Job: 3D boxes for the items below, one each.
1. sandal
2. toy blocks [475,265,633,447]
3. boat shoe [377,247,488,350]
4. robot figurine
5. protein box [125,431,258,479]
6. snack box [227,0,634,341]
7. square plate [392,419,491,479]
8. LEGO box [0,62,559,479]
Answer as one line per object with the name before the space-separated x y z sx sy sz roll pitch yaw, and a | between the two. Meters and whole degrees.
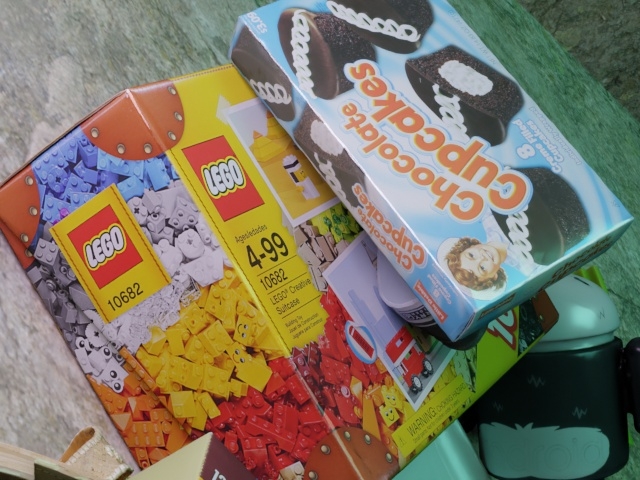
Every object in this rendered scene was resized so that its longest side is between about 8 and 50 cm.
sandal | -0.179 0.166 1.030 0.240 0.088 0.079 29 43 -39
toy blocks | 0.219 0.098 1.790 0.261 0.191 0.381 15 47 -41
boat shoe | 0.122 -0.042 1.281 0.105 0.113 0.306 40 37 -37
robot figurine | 0.261 0.174 1.596 0.173 0.209 0.278 -167 -108 -79
protein box | -0.116 0.267 0.890 0.136 0.201 0.200 48 26 -20
snack box | 0.089 -0.088 1.183 0.187 0.060 0.322 -28 71 -30
square plate | 0.136 0.356 1.425 0.347 0.049 0.344 63 24 0
LEGO box | -0.013 0.024 1.326 0.372 0.193 0.500 59 30 1
